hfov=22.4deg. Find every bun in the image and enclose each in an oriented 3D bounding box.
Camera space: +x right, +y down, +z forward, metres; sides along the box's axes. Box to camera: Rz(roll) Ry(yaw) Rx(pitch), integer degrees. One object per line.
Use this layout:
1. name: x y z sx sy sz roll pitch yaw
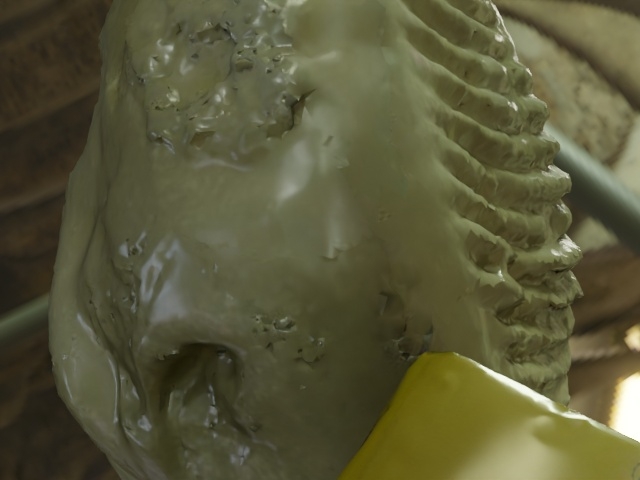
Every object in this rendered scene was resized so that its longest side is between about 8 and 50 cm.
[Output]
1. bun: 0.000 0.000 0.790 0.234 0.362 0.326 -5 23 24

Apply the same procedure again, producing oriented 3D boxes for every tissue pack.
1. tissue pack: 0.042 0.131 0.543 0.169 0.120 0.082 -50 -22 -38
